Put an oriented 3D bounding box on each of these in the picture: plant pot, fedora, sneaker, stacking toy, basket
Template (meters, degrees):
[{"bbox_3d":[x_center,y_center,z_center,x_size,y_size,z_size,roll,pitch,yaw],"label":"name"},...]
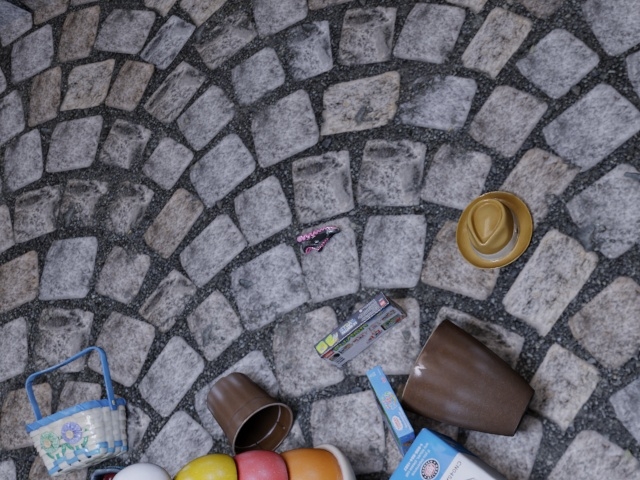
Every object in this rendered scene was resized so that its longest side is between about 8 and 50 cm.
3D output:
[{"bbox_3d":[0.321,0.312,1.778,0.230,0.215,0.215,26,83,19],"label":"plant pot"},{"bbox_3d":[0.389,-0.032,1.942,0.194,0.079,0.194,-11,66,25],"label":"fedora"},{"bbox_3d":[-0.466,0.627,2.100,0.262,0.125,0.104,5,73,30],"label":"sneaker"},{"bbox_3d":[0.000,0.000,2.167,0.119,0.047,0.057,-21,78,23],"label":"sneaker"},{"bbox_3d":[-0.194,0.541,1.735,0.350,0.480,0.350,-52,26,38],"label":"stacking toy"},{"bbox_3d":[-0.179,0.410,2.024,0.167,0.167,0.165,-51,48,1],"label":"plant pot"},{"bbox_3d":[-0.639,0.450,2.222,0.255,0.201,0.288,-27,69,17],"label":"basket"}]

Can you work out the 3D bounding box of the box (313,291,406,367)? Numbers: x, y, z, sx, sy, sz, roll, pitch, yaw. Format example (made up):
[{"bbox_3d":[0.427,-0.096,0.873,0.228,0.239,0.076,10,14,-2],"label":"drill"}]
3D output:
[{"bbox_3d":[0.094,0.212,1.979,0.207,0.114,0.036,-39,56,8],"label":"box"}]

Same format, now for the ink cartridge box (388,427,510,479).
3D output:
[{"bbox_3d":[0.304,0.603,1.667,0.395,0.166,0.285,32,87,34],"label":"ink cartridge box"}]

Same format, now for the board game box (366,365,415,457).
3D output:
[{"bbox_3d":[0.158,0.380,1.814,0.039,0.211,0.160,-26,58,-3],"label":"board game box"}]
